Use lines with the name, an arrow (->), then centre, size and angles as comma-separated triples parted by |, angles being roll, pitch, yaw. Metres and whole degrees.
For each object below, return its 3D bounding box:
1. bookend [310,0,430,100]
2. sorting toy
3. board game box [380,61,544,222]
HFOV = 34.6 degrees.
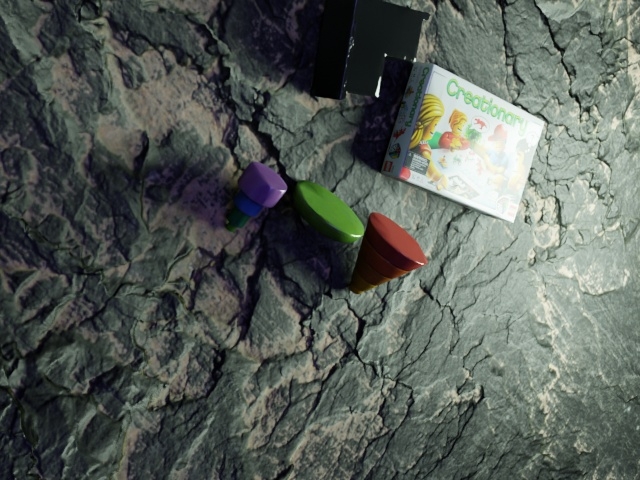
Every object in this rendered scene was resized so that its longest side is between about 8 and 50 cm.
bookend -> 0.077, -0.286, 1.574 | 0.157, 0.072, 0.156 | 2, 100, -40
sorting toy -> 0.000, 0.000, 1.586 | 0.365, 0.127, 0.126 | 23, 116, -37
board game box -> 0.248, -0.161, 1.755 | 0.305, 0.053, 0.193 | 17, 89, -40
